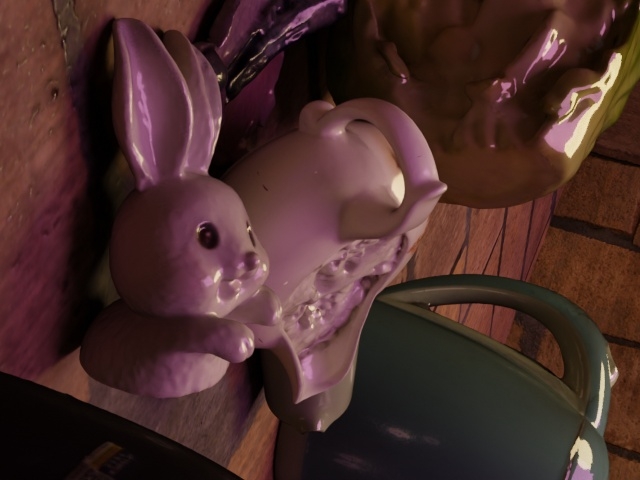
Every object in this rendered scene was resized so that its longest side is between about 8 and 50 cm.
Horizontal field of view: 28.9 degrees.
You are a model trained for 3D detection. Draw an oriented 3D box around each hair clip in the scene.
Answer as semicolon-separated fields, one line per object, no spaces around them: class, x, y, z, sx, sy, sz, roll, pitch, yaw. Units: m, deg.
hair clip;-0.046;-0.135;0.912;0.187;0.056;0.146;-53;157;-32

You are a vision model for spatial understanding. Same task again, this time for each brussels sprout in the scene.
brussels sprout;0.154;-0.205;1.071;0.315;0.276;0.371;84;18;-74

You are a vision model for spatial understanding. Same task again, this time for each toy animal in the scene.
toy animal;-0.078;-0.020;0.763;0.104;0.131;0.220;-19;122;-54

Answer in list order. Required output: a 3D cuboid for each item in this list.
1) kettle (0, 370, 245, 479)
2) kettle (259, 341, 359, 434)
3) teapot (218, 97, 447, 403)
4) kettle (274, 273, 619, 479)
kettle;-0.096;0.184;0.586;0.268;0.290;0.207;74;36;-60
kettle;-0.018;0.095;1.177;0.098;0.127;0.148;-30;147;-22
teapot;0.000;0.000;0.924;0.204;0.139;0.298;-21;152;-26
kettle;0.163;0.186;1.398;0.247;0.342;0.319;54;52;-70
